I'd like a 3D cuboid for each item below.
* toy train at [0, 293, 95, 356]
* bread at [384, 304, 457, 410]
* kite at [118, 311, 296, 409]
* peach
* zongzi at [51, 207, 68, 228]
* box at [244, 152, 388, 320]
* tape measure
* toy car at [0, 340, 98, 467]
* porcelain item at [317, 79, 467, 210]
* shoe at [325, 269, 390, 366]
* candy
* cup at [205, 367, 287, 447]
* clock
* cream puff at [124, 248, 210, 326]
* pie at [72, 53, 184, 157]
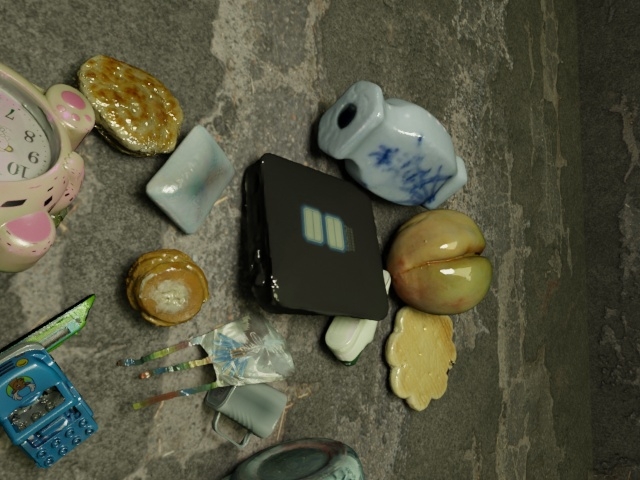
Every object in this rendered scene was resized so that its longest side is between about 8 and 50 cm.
[{"bbox_3d":[-0.432,0.158,0.673,0.209,0.044,0.042,-38,109,-35],"label":"toy train"},{"bbox_3d":[0.285,0.321,1.248,0.316,0.054,0.315,4,84,-41],"label":"bread"},{"bbox_3d":[-0.193,0.228,0.815,0.310,0.169,0.015,-13,138,-37],"label":"kite"},{"bbox_3d":[0.311,0.060,1.175,0.293,0.247,0.291,0,90,-14],"label":"peach"},{"bbox_3d":[-0.466,-0.085,0.679,0.154,0.062,0.130,20,51,-20],"label":"zongzi"},{"bbox_3d":[0.000,0.000,0.971,0.351,0.091,0.358,13,61,-39],"label":"box"},{"bbox_3d":[-0.047,0.481,0.825,0.256,0.275,0.147,-7,87,-44],"label":"tape measure"},{"bbox_3d":[-0.398,0.247,0.633,0.097,0.100,0.191,-37,129,-32],"label":"toy car"},{"bbox_3d":[0.194,-0.220,1.102,0.405,0.243,0.178,20,38,-42],"label":"porcelain item"},{"bbox_3d":[0.101,0.191,1.094,0.265,0.095,0.110,-49,135,-35],"label":"shoe"},{"bbox_3d":[-0.238,-0.114,0.832,0.174,0.071,0.138,-63,145,-25],"label":"candy"},{"bbox_3d":[-0.152,0.328,0.861,0.129,0.095,0.128,42,64,-26],"label":"cup"},{"bbox_3d":[-0.449,-0.124,0.551,0.284,0.114,0.309,27,39,-46],"label":"clock"},{"bbox_3d":[-0.270,0.077,0.772,0.126,0.103,0.143,-41,130,-11],"label":"cream puff"},{"bbox_3d":[-0.330,-0.232,0.774,0.193,0.079,0.163,53,52,-20],"label":"pie"}]
